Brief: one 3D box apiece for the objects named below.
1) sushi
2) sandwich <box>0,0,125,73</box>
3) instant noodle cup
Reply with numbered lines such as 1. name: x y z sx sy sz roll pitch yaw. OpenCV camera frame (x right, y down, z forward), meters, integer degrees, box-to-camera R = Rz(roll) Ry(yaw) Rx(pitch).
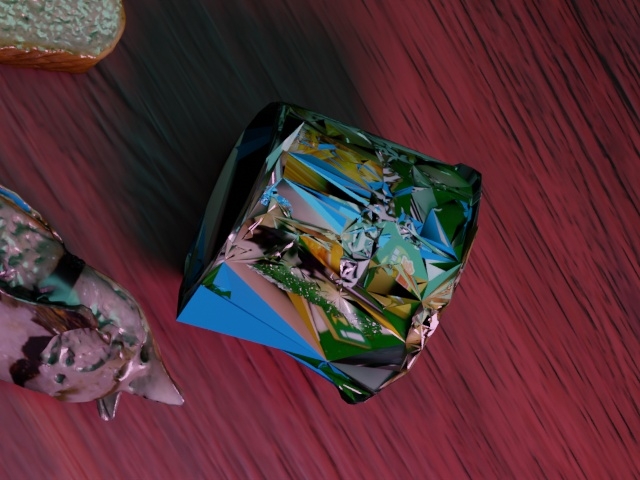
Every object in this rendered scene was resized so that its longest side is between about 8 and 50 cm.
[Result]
1. sushi: -0.222 0.041 1.372 0.273 0.134 0.109 22 45 -19
2. sandwich: -0.252 -0.248 1.420 0.186 0.065 0.215 5 81 -29
3. instant noodle cup: 0.000 0.000 1.448 0.178 0.240 0.240 26 70 -14
